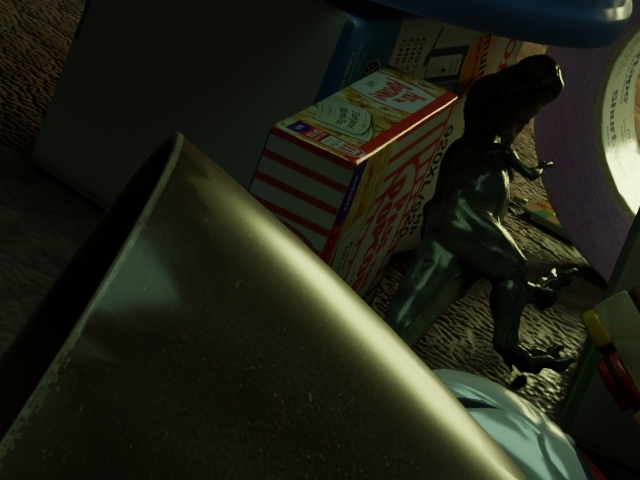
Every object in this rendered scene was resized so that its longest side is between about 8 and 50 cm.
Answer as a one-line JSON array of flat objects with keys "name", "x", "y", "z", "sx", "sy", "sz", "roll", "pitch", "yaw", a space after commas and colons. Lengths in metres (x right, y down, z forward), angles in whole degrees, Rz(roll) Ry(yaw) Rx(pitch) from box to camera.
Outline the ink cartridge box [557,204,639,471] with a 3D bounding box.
[{"name": "ink cartridge box", "x": 0.211, "y": 0.026, "z": 1.077, "sx": 0.093, "sy": 0.154, "sz": 0.212, "roll": 23, "pitch": 20, "yaw": 9}]

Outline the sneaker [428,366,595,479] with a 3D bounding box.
[{"name": "sneaker", "x": -0.017, "y": 0.091, "z": 0.752, "sx": 0.235, "sy": 0.094, "sz": 0.153, "roll": 28, "pitch": 22, "yaw": 20}]

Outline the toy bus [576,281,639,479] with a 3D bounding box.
[{"name": "toy bus", "x": 0.210, "y": 0.095, "z": 0.910, "sx": 0.191, "sy": 0.202, "sz": 0.104, "roll": 18, "pitch": 0, "yaw": 15}]

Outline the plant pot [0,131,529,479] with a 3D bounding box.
[{"name": "plant pot", "x": -0.007, "y": 0.120, "z": 0.558, "sx": 0.230, "sy": 0.215, "sz": 0.215, "roll": 34, "pitch": 18, "yaw": -9}]

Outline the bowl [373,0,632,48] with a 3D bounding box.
[{"name": "bowl", "x": 0.011, "y": -0.227, "z": 1.137, "sx": 0.391, "sy": 0.077, "sz": 0.391, "roll": 19, "pitch": 18, "yaw": -6}]

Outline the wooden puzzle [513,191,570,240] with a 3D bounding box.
[{"name": "wooden puzzle", "x": 0.174, "y": -0.013, "z": 1.369, "sx": 0.083, "sy": 0.006, "sz": 0.049, "roll": 31, "pitch": 21, "yaw": 25}]

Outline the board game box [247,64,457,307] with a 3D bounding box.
[{"name": "board game box", "x": 0.000, "y": 0.000, "z": 0.933, "sx": 0.045, "sy": 0.147, "sz": 0.193, "roll": 25, "pitch": 20, "yaw": 10}]

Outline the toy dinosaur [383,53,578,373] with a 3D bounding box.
[{"name": "toy dinosaur", "x": 0.095, "y": 0.013, "z": 1.077, "sx": 0.118, "sy": 0.064, "sz": 0.268, "roll": 45, "pitch": 47, "yaw": -20}]

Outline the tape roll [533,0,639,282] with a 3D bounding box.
[{"name": "tape roll", "x": 0.283, "y": -0.079, "z": 1.252, "sx": 0.274, "sy": 0.275, "sz": 0.090, "roll": 28, "pitch": 21, "yaw": 18}]

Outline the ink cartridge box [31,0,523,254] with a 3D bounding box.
[{"name": "ink cartridge box", "x": -0.015, "y": -0.093, "z": 1.126, "sx": 0.168, "sy": 0.171, "sz": 0.232, "roll": 31, "pitch": 21, "yaw": 23}]
